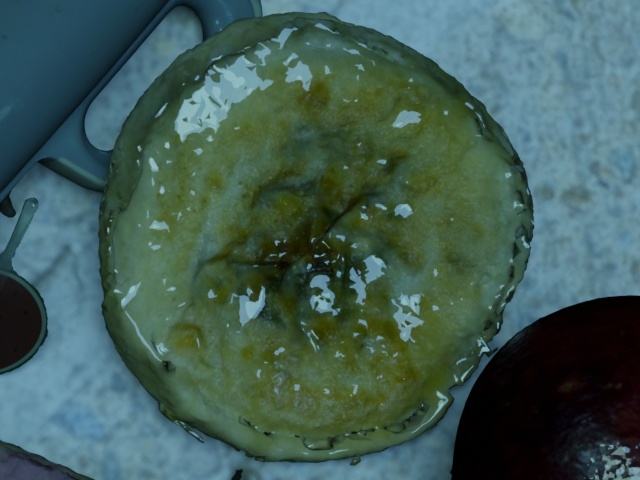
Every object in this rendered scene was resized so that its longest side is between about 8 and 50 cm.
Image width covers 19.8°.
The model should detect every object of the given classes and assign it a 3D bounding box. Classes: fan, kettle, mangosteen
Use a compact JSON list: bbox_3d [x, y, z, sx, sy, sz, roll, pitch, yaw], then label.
[{"bbox_3d":[-0.184,0.027,1.021,0.085,0.133,0.005,21,31,-20],"label":"fan"},{"bbox_3d":[-0.153,-0.122,1.040,0.243,0.160,0.210,-45,112,-22],"label":"kettle"},{"bbox_3d":[0.153,0.161,1.041,0.261,0.235,0.235,-33,90,22],"label":"mangosteen"}]

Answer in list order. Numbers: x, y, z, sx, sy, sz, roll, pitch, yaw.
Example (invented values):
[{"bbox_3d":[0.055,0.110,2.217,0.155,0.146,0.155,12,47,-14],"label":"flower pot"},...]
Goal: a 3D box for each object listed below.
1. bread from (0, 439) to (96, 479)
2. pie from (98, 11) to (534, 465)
[{"bbox_3d":[-0.113,0.226,0.953,0.338,0.155,0.187,21,69,6],"label":"bread"},{"bbox_3d":[0.000,0.000,1.068,0.274,0.055,0.274,-4,101,-19],"label":"pie"}]
